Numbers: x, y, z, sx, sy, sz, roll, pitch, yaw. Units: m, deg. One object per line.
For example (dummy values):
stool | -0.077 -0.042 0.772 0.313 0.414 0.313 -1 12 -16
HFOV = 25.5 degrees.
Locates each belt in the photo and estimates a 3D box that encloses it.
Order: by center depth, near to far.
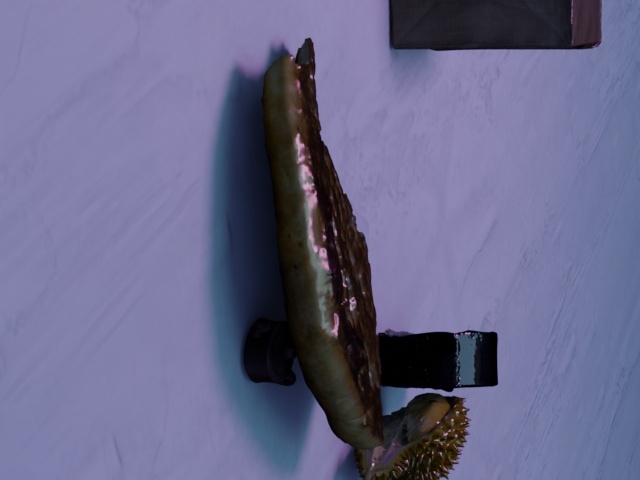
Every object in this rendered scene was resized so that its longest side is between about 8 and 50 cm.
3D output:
belt | 0.143 0.147 1.738 0.198 0.151 0.078 12 77 -76

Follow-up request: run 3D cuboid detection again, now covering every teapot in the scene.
teapot | -0.045 0.115 1.426 0.100 0.045 0.067 68 36 -43

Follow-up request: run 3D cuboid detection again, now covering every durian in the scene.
durian | 0.109 0.253 1.674 0.208 0.146 0.102 -35 98 -50

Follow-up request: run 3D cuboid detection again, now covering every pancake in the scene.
pancake | 0.000 0.004 1.465 0.304 0.067 0.426 -88 165 -50

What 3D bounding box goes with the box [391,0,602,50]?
box | 0.218 -0.308 1.746 0.149 0.231 0.155 -22 114 -64
